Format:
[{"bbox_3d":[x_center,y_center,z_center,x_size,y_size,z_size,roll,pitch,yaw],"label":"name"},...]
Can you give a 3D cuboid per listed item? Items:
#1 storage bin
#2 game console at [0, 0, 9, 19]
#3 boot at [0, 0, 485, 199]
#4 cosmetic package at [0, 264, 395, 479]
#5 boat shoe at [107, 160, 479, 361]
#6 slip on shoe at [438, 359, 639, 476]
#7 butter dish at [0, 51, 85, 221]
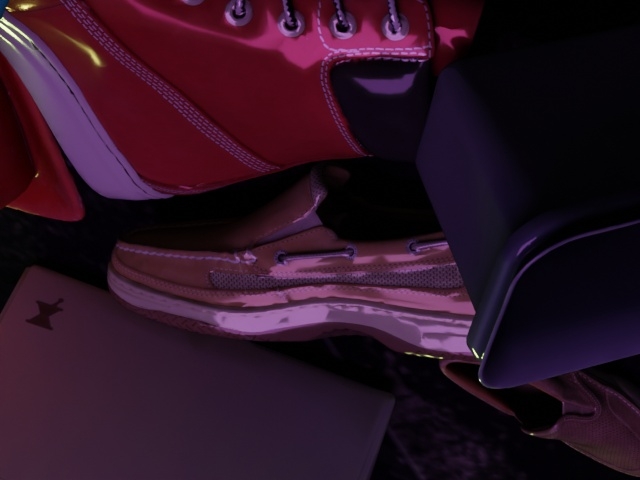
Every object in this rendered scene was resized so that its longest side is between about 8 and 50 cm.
[{"bbox_3d":[0.099,-0.024,0.567,0.135,0.091,0.098,-14,146,-19],"label":"storage bin"},{"bbox_3d":[-0.203,-0.149,0.436,0.250,0.173,0.293,-1,154,-28],"label":"game console"},{"bbox_3d":[-0.043,-0.107,0.577,0.176,0.088,0.244,-4,144,28],"label":"boot"},{"bbox_3d":[-0.098,0.198,0.912,0.197,0.155,0.365,19,143,7],"label":"cosmetic package"},{"bbox_3d":[0.000,0.000,0.712,0.190,0.068,0.072,4,114,15],"label":"boat shoe"},{"bbox_3d":[0.104,0.072,0.756,0.051,0.041,0.135,-24,124,42],"label":"slip on shoe"},{"bbox_3d":[-0.197,-0.047,0.673,0.160,0.118,0.160,17,145,29],"label":"butter dish"}]
